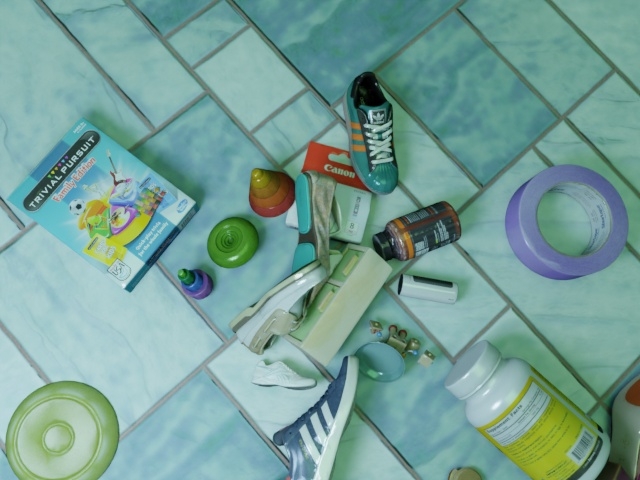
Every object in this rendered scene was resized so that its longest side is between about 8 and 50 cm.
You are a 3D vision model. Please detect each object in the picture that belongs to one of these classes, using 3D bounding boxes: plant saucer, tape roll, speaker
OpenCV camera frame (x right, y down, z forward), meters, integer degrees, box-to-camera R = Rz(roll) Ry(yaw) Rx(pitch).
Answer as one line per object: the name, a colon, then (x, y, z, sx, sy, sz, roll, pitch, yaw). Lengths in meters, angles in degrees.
plant saucer: (0.137, 0.273, 1.389, 0.119, 0.119, 0.021, 31, 35, 1)
plant saucer: (-0.562, 0.426, 1.314, 0.241, 0.037, 0.241, 1, 79, -5)
tape roll: (0.602, -0.043, 1.494, 0.275, 0.090, 0.275, 1, 79, -5)
speaker: (0.253, 0.116, 1.446, 0.136, 0.055, 0.055, 10, 78, -3)

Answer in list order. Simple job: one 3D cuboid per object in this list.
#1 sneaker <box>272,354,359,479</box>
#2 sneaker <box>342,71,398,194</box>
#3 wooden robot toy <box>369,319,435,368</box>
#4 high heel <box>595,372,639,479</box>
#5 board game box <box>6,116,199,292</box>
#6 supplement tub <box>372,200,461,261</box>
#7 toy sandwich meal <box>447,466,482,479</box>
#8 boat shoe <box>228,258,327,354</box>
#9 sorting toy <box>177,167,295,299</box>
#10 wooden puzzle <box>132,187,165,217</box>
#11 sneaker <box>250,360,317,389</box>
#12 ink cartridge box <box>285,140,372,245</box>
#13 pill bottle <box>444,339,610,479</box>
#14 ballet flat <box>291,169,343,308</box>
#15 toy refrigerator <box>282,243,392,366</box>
sneaker: (-0.018, 0.405, 1.329, 0.148, 0.131, 0.350, 16, 71, 12)
sneaker: (0.125, -0.262, 1.466, 0.108, 0.121, 0.302, -12, 76, -14)
wooden robot toy: (0.175, 0.254, 1.418, 0.173, 0.076, 0.079, 27, 113, 0)
high heel: (0.752, 0.472, 1.418, 0.377, 0.127, 0.181, -48, 115, -16)
board game box: (-0.494, -0.083, 1.402, 0.336, 0.079, 0.254, 36, 77, 2)
supplement tub: (0.225, -0.016, 1.443, 0.198, 0.106, 0.106, -20, 81, -9)
toy sandwich meal: (0.328, 0.554, 1.379, 0.085, 0.029, 0.085, 4, 74, -15)
boat shoe: (-0.076, 0.147, 1.314, 0.103, 0.302, 0.113, 53, 39, 5)
sorting toy: (-0.203, -0.034, 1.379, 0.127, 0.126, 0.365, 34, 80, 24)
wooden puzzle: (-0.389, -0.086, 1.368, 0.049, 0.006, 0.083, 27, 77, 0)
sneaker: (-0.081, 0.301, 1.364, 0.152, 0.054, 0.061, 4, 68, 14)
ink cartridge box: (0.033, -0.120, 1.473, 0.189, 0.066, 0.232, 15, 82, -2)
pill bottle: (0.445, 0.383, 1.342, 0.334, 0.188, 0.188, 42, 78, 4)
ballet flat: (0.000, 0.000, 1.379, 0.106, 0.107, 0.316, 2, 93, -30)
toy refrigerator: (0.036, 0.139, 1.381, 0.094, 0.102, 0.269, 42, 77, -25)
